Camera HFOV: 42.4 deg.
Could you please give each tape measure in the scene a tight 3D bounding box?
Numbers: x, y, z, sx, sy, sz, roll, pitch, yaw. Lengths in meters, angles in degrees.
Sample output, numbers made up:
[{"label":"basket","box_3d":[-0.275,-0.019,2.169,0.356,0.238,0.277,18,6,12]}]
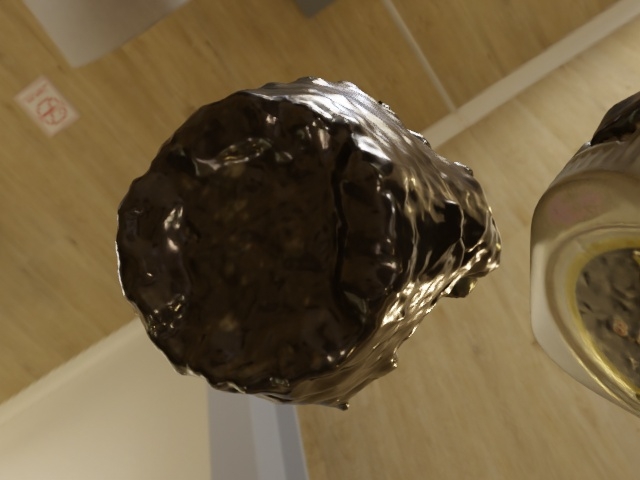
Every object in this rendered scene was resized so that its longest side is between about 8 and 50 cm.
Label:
[{"label":"tape measure","box_3d":[0.258,0.029,0.445,0.271,0.231,0.133,33,-118,33]}]

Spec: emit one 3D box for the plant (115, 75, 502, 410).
[{"label":"plant","box_3d":[0.000,0.000,0.556,0.188,0.199,0.276,-53,167,16]}]
